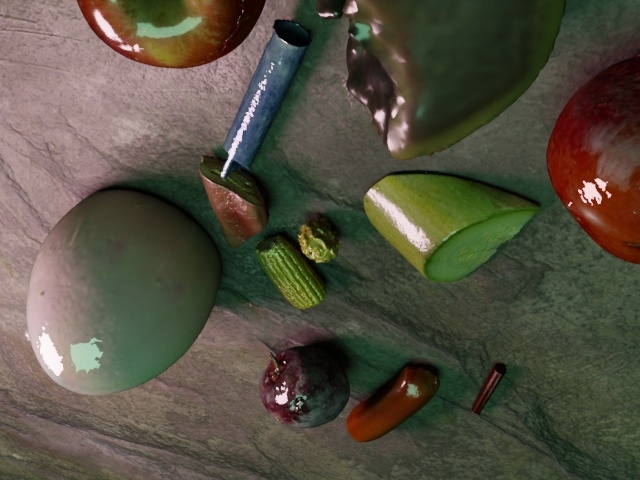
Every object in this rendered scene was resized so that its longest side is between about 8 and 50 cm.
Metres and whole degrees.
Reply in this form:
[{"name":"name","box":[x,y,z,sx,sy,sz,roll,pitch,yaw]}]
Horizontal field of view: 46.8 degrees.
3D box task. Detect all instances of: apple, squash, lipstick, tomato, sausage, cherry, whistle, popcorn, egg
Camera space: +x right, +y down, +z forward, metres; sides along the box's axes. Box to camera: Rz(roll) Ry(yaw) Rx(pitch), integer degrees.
[{"name":"apple","box":[-0.187,-0.360,0.956,0.251,0.206,0.272,-5,134,11]},{"name":"squash","box":[0.203,-0.043,1.251,0.204,0.155,0.237,-1,145,-32]},{"name":"lipstick","box":[0.347,0.313,1.541,0.027,0.027,0.176,17,138,5]},{"name":"tomato","box":[0.377,-0.086,0.922,0.170,0.309,0.309,-22,137,-18]},{"name":"sausage","box":[0.155,0.364,1.620,0.089,0.083,0.300,39,134,-1]},{"name":"cherry","box":[-0.028,0.311,1.574,0.195,0.195,0.195,11,136,11]},{"name":"whistle","box":[-0.098,-0.210,1.168,0.062,0.062,0.304,27,136,-6]},{"name":"popcorn","box":[0.000,0.000,1.328,0.057,0.083,0.082,-39,79,37]},{"name":"egg","box":[-0.399,0.131,1.419,0.354,0.340,0.355,10,137,10]}]

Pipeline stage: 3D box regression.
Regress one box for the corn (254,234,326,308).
[{"name":"corn","box":[-0.058,0.061,1.416,0.085,0.063,0.165,-7,128,39]}]

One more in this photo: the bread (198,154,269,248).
[{"name":"bread","box":[-0.143,-0.062,1.325,0.119,0.067,0.192,9,135,23]}]

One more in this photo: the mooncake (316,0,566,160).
[{"name":"mooncake","box":[0.081,-0.300,0.875,0.393,0.246,0.394,11,136,-2]}]
